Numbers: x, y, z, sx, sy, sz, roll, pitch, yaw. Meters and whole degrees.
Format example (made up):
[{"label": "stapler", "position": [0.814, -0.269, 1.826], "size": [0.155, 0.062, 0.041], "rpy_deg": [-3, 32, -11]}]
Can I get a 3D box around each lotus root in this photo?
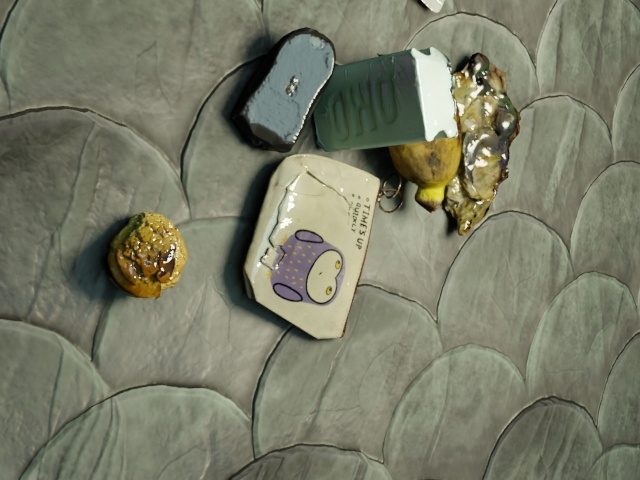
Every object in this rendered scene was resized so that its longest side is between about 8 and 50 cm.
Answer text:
[{"label": "lotus root", "position": [0.187, -0.203, 1.363], "size": [0.141, 0.169, 0.314], "rpy_deg": [-14, 109, 2]}]

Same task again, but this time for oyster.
[{"label": "oyster", "position": [0.319, -0.195, 1.502], "size": [0.221, 0.096, 0.361], "rpy_deg": [31, 73, -24]}]

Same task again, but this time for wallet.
[{"label": "wallet", "position": [-0.001, 0.000, 1.306], "size": [0.275, 0.068, 0.335], "rpy_deg": [21, 82, -35]}]

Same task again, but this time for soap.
[{"label": "soap", "position": [0.096, -0.232, 1.250], "size": [0.094, 0.261, 0.150], "rpy_deg": [-11, 98, -43]}]

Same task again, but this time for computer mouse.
[{"label": "computer mouse", "position": [-0.058, -0.253, 1.245], "size": [0.122, 0.073, 0.217], "rpy_deg": [31, 87, -12]}]

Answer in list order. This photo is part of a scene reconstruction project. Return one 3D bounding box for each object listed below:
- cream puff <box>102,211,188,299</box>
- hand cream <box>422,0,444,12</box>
[{"label": "cream puff", "position": [-0.259, 0.023, 1.115], "size": [0.119, 0.104, 0.133], "rpy_deg": [22, 80, -26]}, {"label": "hand cream", "position": [0.242, -0.611, 1.435], "size": [0.140, 0.089, 0.314], "rpy_deg": [29, 84, -29]}]
